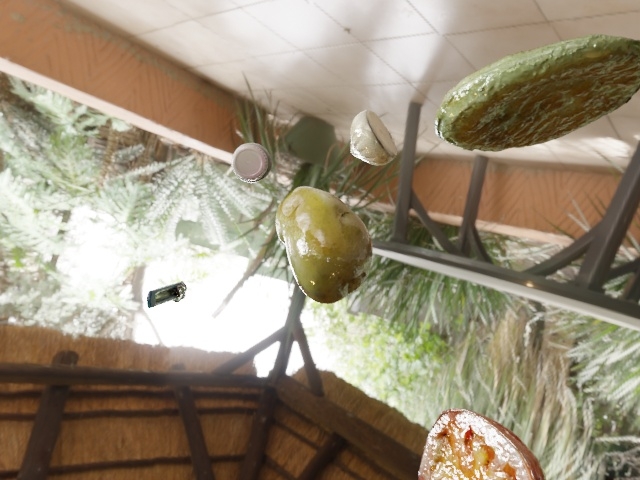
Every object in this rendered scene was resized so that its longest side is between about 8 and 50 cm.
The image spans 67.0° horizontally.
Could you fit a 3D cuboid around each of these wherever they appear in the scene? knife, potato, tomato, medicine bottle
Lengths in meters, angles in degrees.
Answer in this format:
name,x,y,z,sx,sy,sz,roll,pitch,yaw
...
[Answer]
name,x,y,z,sx,sy,sz,roll,pitch,yaw
knife,-0.290,0.105,0.932,0.026,0.044,0.296,9,178,-5
potato,0.000,0.000,0.799,0.194,0.157,0.157,51,-165,25
tomato,0.392,0.569,1.124,0.144,0.337,0.338,9,-177,-34
medicine bottle,-0.144,-0.161,1.005,0.084,0.083,0.203,17,-173,-6

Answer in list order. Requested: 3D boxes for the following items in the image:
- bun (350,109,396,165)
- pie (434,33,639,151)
name,x,y,z,sx,sy,sz,roll,pitch,yaw
bun,0.113,-0.235,1.152,0.094,0.138,0.138,-27,155,28
pie,0.346,-0.224,0.758,0.324,0.070,0.323,-10,167,-2
